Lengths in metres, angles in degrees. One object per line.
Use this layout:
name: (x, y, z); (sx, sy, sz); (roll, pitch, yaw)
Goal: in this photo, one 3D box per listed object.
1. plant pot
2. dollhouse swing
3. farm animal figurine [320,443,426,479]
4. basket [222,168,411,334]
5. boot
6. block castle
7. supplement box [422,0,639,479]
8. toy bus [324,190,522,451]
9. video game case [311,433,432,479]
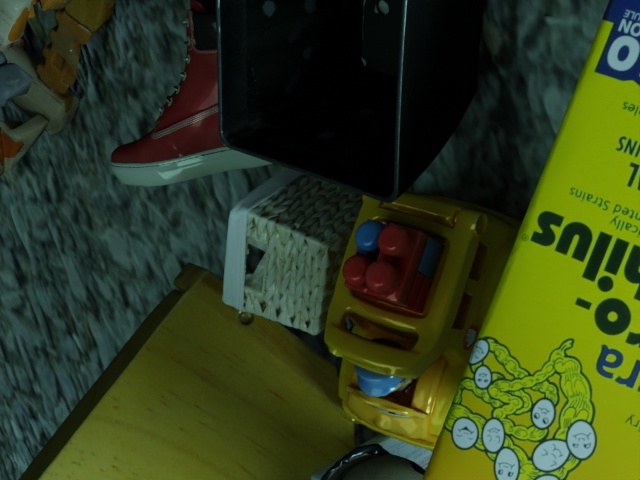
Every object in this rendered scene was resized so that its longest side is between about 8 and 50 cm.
plant pot: (0.038, -0.166, 1.087); (0.188, 0.167, 0.187); (21, 125, 33)
dollhouse swing: (-0.144, 0.237, 1.347); (0.315, 0.347, 0.305); (36, 172, 7)
farm animal figurine: (0.090, 0.265, 0.979); (0.330, 0.172, 0.327); (20, 154, 49)
basket: (0.000, 0.000, 1.211); (0.103, 0.167, 0.113); (24, 126, 25)
boot: (-0.132, -0.152, 1.307); (0.244, 0.088, 0.176); (-11, 104, 36)
block castle: (-0.423, -0.185, 1.291); (0.213, 0.453, 0.303); (40, 134, 9)
supplement box: (0.248, 0.040, 0.888); (0.194, 0.195, 0.356); (24, 97, 31)
toy bus: (0.074, 0.061, 1.097); (0.149, 0.211, 0.220); (17, 89, 27)
video game case: (0.100, 0.258, 1.223); (0.023, 0.212, 0.193); (4, 115, 53)
